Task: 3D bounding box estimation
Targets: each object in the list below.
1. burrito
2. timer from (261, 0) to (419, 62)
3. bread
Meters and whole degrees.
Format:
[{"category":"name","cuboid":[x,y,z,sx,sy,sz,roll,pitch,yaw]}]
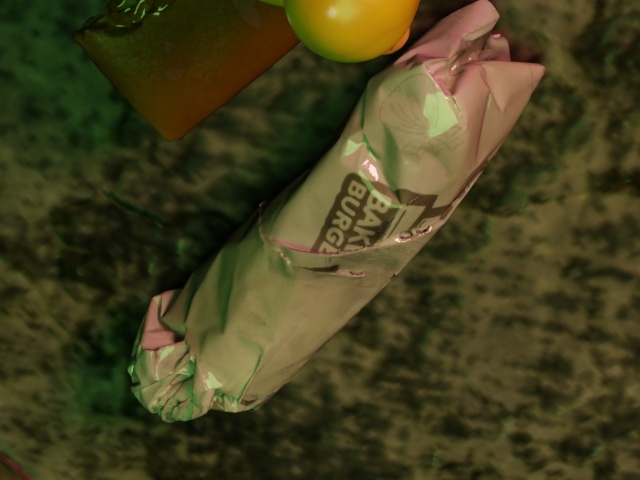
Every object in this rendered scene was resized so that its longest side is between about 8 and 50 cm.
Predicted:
[{"category":"burrito","cuboid":[0.000,0.000,0.611,0.064,0.064,0.203,36,122,-15]},{"category":"timer","cuboid":[-0.002,-0.107,0.446,0.107,0.109,0.107,6,124,9]},{"category":"bread","cuboid":[0.004,-0.126,0.531,0.226,0.049,0.088,-35,112,29]}]
